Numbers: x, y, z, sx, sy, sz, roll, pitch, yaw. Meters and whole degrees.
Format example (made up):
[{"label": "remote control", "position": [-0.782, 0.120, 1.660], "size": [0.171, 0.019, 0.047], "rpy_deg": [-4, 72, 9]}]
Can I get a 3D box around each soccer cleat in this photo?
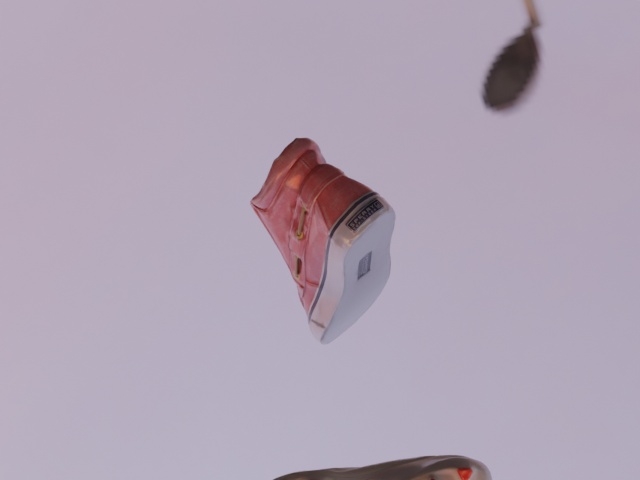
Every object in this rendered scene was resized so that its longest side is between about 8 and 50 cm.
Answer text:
[{"label": "soccer cleat", "position": [0.040, 0.209, 1.455], "size": [0.196, 0.068, 0.076], "rpy_deg": [-8, -178, -1]}]

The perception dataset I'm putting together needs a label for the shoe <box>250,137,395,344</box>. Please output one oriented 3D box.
[{"label": "shoe", "position": [0.000, 0.000, 1.205], "size": [0.063, 0.178, 0.081], "rpy_deg": [-39, -108, -21]}]
